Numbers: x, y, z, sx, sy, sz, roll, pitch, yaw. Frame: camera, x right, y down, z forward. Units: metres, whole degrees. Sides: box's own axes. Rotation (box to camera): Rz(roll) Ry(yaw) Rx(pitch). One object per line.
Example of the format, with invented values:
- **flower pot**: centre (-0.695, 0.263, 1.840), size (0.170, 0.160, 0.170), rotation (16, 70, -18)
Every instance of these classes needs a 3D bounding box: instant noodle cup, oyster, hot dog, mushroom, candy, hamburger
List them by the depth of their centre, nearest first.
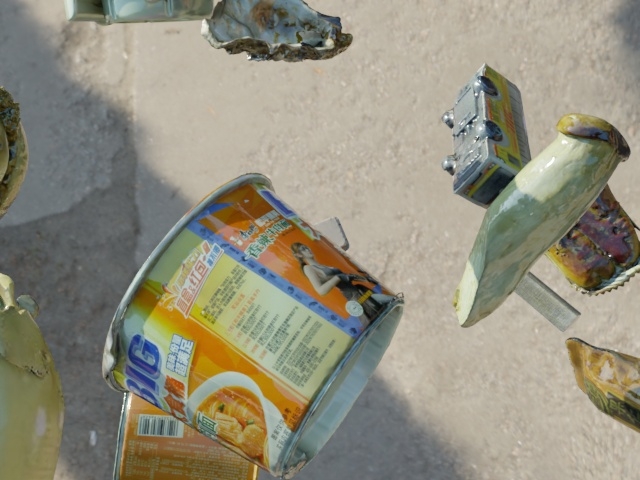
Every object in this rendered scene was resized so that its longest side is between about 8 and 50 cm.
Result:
- **oyster**: centre (-0.039, -0.204, 0.756), size (0.148, 0.051, 0.103), rotation (12, 56, -11)
- **instant noodle cup**: centre (-0.055, 0.100, 0.843), size (0.214, 0.296, 0.296), rotation (32, 84, 15)
- **hamburger**: centre (-0.464, -0.109, 0.942), size (0.189, 0.122, 0.215), rotation (30, 86, 0)
- **mushroom**: centre (0.255, -0.017, 0.981), size (0.333, 0.107, 0.087), rotation (-54, 30, 31)
- **instant noodle cup**: centre (-0.166, 0.247, 0.998), size (0.172, 0.216, 0.216), rotation (7, 70, -10)
- **candy**: centre (0.484, 0.235, 1.139), size (0.271, 0.143, 0.101), rotation (25, 56, 38)
- **hot dog**: centre (0.441, -0.036, 1.336), size (0.162, 0.082, 0.271), rotation (-34, 76, 6)

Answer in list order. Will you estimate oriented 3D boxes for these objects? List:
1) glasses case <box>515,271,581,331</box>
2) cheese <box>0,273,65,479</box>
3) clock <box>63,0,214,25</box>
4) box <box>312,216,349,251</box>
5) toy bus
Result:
- **glasses case**: centre (0.397, 0.088, 1.471), size (0.205, 0.070, 0.047), rotation (42, 105, 21)
- **cheese**: centre (-0.291, 0.149, 0.475), size (0.259, 0.128, 0.316), rotation (28, 83, -5)
- **clock**: centre (-0.193, -0.290, 0.922), size (0.190, 0.151, 0.062), rotation (3, 105, 22)
- **box**: centre (0.000, 0.000, 1.785), size (0.122, 0.062, 0.089), rotation (-23, 84, -5)
- **toy bus**: centre (0.240, -0.150, 1.113), size (0.092, 0.106, 0.268), rotation (-51, 18, 37)
